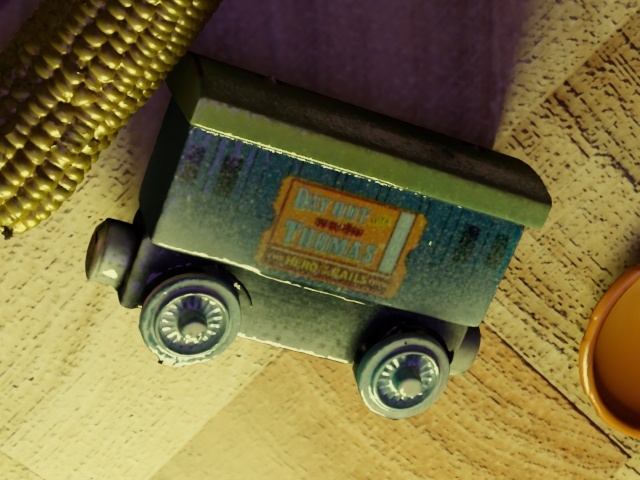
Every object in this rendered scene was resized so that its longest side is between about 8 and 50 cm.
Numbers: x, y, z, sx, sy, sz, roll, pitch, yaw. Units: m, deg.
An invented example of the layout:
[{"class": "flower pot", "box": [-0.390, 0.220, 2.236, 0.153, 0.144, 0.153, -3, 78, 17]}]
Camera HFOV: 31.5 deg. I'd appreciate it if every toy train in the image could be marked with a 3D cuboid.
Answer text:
[{"class": "toy train", "box": [0.000, 0.000, 0.795, 0.299, 0.131, 0.202, 16, 109, -22]}]

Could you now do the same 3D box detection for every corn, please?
[{"class": "corn", "box": [-0.139, -0.129, 0.720, 0.101, 0.101, 0.292, 34, 101, -25]}]

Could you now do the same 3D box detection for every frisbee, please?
[{"class": "frisbee", "box": [0.305, 0.082, 0.962, 0.192, 0.035, 0.192, -6, 115, -12]}]
